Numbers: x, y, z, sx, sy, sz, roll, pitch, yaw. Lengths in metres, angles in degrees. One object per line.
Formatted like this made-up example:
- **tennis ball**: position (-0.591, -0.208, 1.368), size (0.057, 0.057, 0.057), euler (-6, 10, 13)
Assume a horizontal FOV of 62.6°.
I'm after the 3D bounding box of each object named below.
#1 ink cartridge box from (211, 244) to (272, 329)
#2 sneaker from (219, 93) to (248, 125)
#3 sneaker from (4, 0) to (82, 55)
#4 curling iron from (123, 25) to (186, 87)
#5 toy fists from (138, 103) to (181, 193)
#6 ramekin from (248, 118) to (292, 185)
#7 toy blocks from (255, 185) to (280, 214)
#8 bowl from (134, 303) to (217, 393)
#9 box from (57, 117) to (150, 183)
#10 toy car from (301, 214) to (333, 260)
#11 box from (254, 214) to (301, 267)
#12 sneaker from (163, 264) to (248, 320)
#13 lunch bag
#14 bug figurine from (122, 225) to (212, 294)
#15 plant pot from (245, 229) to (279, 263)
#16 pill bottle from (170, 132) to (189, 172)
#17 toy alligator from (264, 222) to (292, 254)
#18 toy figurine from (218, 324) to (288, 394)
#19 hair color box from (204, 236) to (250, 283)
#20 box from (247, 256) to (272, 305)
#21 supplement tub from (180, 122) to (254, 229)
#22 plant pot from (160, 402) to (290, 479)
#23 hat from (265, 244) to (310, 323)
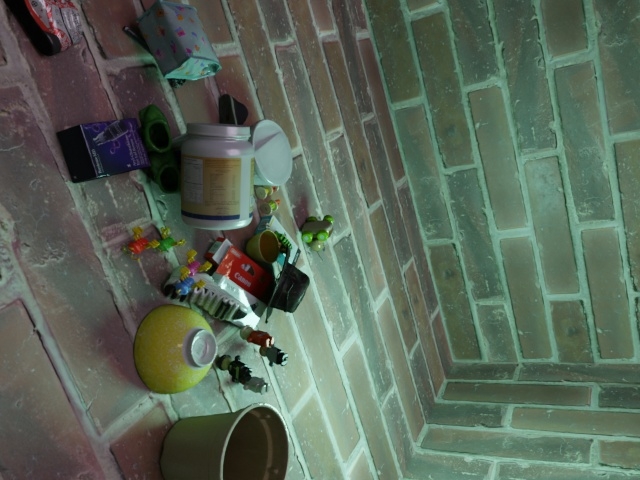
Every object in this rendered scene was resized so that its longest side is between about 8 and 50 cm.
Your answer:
- **ink cartridge box**: position (-0.292, 0.186, 1.945), size (0.275, 0.060, 0.238), euler (44, 70, -46)
- **sneaker**: position (-0.330, -0.459, 2.076), size (0.118, 0.083, 0.221), euler (9, 75, -58)
- **sneaker**: position (-0.753, -0.648, 1.416), size (0.145, 0.090, 0.270), euler (-59, 135, -48)
- **curling iron**: position (-0.555, -0.620, 1.785), size (0.274, 0.035, 0.068), euler (46, 46, -45)
- **toy fists**: position (-0.509, -0.286, 1.660), size (0.142, 0.096, 0.279), euler (-120, -160, -51)
- **ramekin**: position (-0.241, -0.350, 2.156), size (0.273, 0.127, 0.272), euler (17, 70, -57)
- **toy blocks**: position (-0.205, -0.190, 2.251), size (0.148, 0.054, 0.123), euler (-39, 116, -55)
- **bowl**: position (-0.426, 0.343, 1.671), size (0.289, 0.156, 0.289), euler (18, 69, -56)
- **box**: position (-0.622, -0.262, 1.525), size (0.207, 0.108, 0.153), euler (-33, 112, -57)
- **toy car**: position (0.000, 0.000, 2.481), size (0.155, 0.149, 0.188), euler (-71, 153, -53)
- **box**: position (-0.178, 0.010, 2.244), size (0.244, 0.060, 0.100), euler (55, 41, -38)
- **sneaker**: position (-0.370, 0.174, 1.766), size (0.292, 0.110, 0.118), euler (28, 38, -17)
- **lunch bag**: position (-0.462, -0.673, 1.792), size (0.223, 0.160, 0.262), euler (63, 25, -5)
- **bug figurine**: position (-0.472, 0.063, 1.658), size (0.279, 0.072, 0.216), euler (41, 21, 2)
- **plant pot**: position (-0.241, 0.030, 2.102), size (0.134, 0.095, 0.134), euler (21, 66, -56)
- **pill bottle**: position (-0.406, -0.247, 1.835), size (0.153, 0.153, 0.264), euler (-51, 126, -51)
- **toy alligator**: position (-0.162, -0.005, 2.164), size (0.189, 0.051, 0.056), euler (57, 39, -35)
- **toy figurine**: position (-0.246, 0.438, 1.930), size (0.213, 0.148, 0.209), euler (-58, 140, -22)
- **hair color box**: position (-0.341, 0.074, 1.948), size (0.093, 0.053, 0.167), euler (-57, 133, -23)
- **box**: position (-0.267, 0.163, 2.101), size (0.201, 0.021, 0.164), euler (34, 55, -52)
- **supplement tub**: position (-0.325, -0.208, 1.666), size (0.228, 0.229, 0.315), euler (-20, 117, -59)
- **plant pot**: position (-0.314, 0.671, 1.636), size (0.334, 0.306, 0.333), euler (19, 67, -57)
- **hat**: position (-0.117, 0.185, 2.083), size (0.331, 0.134, 0.331), euler (-164, -90, -89)
